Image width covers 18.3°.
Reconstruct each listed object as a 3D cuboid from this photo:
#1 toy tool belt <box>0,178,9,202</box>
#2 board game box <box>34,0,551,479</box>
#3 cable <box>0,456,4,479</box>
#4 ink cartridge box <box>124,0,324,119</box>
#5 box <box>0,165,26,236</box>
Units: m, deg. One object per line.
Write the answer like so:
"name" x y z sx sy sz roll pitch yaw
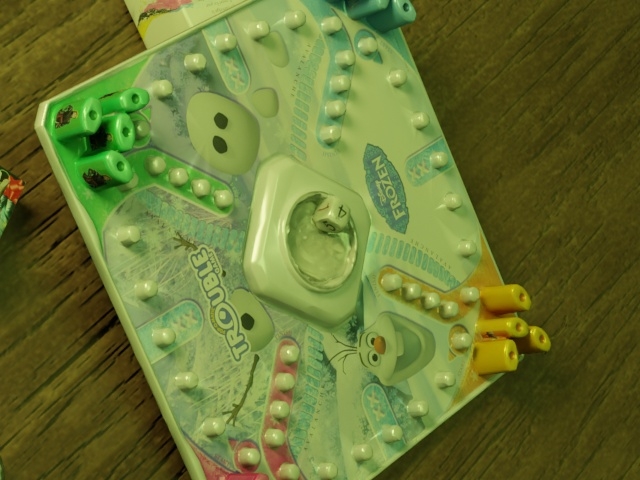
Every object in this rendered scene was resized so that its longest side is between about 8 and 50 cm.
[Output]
"toy tool belt" -0.257 -0.014 1.400 0.052 0.051 0.083 52 50 -8
"board game box" 0.000 0.000 1.579 0.390 0.050 0.390 -33 105 -42
"cable" -0.316 0.070 1.341 0.139 0.072 0.287 -29 90 -37
"ink cartridge box" -0.089 -0.186 1.636 0.115 0.067 0.198 -20 82 -42
"box" -0.290 -0.039 1.439 0.137 0.027 0.094 34 53 -22
